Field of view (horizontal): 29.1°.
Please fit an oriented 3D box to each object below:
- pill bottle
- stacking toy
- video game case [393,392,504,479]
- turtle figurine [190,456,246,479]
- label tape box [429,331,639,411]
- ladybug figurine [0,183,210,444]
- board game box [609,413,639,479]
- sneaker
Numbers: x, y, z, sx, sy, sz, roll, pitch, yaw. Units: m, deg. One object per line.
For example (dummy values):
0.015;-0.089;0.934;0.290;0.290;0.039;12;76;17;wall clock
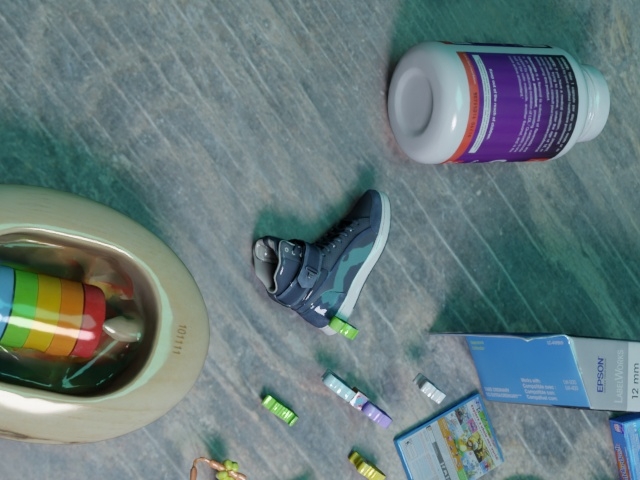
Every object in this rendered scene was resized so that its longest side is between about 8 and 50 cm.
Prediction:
0.276;-0.208;1.875;0.323;0.181;0.182;-3;88;-29;pill bottle
0.051;0.228;1.761;0.221;0.052;0.167;37;92;-21;stacking toy
0.198;0.322;1.889;0.166;0.015;0.119;-24;98;-28;video game case
-0.093;0.420;1.682;0.217;0.087;0.270;-4;80;-36;turtle figurine
0.371;0.200;1.858;0.347;0.249;0.115;5;84;-29;label tape box
-0.359;0.089;1.515;0.449;0.162;0.305;19;78;-27;ladybug figurine
0.597;0.352;2.064;0.210;0.047;0.160;-12;94;-17;board game box
0.001;0.001;1.762;0.163;0.086;0.226;31;74;-26;sneaker
